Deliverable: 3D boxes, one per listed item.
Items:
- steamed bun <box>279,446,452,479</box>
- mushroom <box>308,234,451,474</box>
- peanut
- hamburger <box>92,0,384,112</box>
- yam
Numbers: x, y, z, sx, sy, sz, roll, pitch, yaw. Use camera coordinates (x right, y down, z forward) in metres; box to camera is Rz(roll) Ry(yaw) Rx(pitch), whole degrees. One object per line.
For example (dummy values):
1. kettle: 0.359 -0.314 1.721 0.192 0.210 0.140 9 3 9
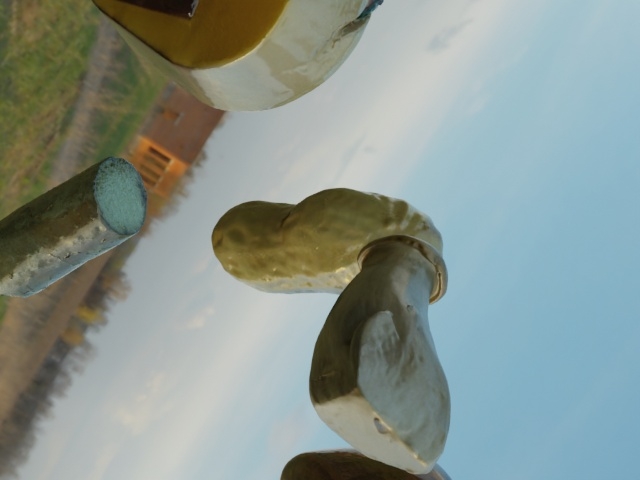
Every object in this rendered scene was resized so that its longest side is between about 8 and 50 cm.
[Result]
1. steamed bun: 0.078 0.425 1.161 0.379 0.235 0.248 -107 -151 -47
2. mushroom: 0.049 0.083 0.729 0.108 0.096 0.247 -19 -153 19
3. peanut: 0.000 0.000 1.131 0.318 0.147 0.147 3 -131 28
4. hamburger: -0.079 -0.239 0.780 0.227 0.295 0.151 -58 151 14
5. yam: -0.210 -0.008 0.728 0.146 0.070 0.070 -30 -165 10
